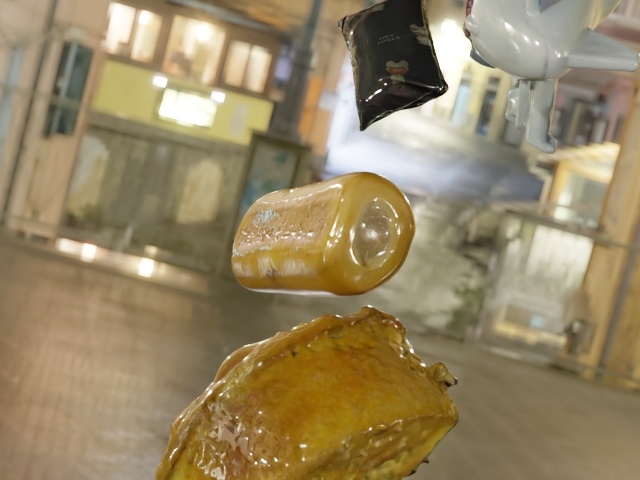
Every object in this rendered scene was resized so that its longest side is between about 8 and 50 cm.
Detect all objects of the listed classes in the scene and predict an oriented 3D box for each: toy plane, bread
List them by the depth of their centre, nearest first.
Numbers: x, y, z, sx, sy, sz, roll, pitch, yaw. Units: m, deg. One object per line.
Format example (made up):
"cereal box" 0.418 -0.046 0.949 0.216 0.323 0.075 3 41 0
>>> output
"bread" -0.021 0.148 1.051 0.143 0.229 0.139 46 10 32
"toy plane" 0.174 -0.191 1.122 0.122 0.267 0.267 6 4 5
"bread" 0.000 0.000 1.140 0.074 0.093 0.239 19 -8 -19

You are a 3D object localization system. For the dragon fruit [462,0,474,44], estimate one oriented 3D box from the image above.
"dragon fruit" 0.221 -0.254 1.692 0.068 0.112 0.126 -11 25 -38

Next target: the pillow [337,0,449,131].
"pillow" 0.067 -0.169 1.355 0.090 0.150 0.048 -13 -40 4
